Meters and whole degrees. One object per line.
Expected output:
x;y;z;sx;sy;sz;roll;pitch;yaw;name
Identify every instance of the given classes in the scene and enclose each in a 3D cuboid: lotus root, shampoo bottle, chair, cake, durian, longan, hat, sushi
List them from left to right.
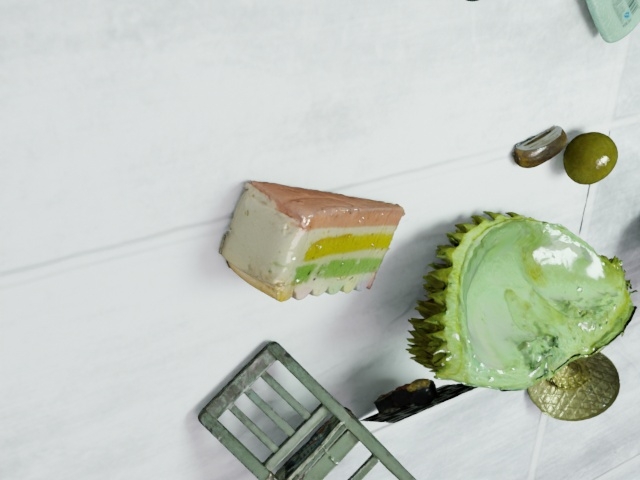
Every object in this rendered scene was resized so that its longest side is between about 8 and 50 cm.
-0.010;0.260;0.966;0.270;0.147;0.136;44;83;1;chair
0.012;0.008;0.847;0.226;0.090;0.109;7;107;-39;cake
0.125;0.193;0.995;0.139;0.201;0.031;-19;82;-14;sushi
0.261;0.065;0.982;0.395;0.198;0.163;-10;119;-33;durian
0.288;-0.116;1.007;0.083;0.030;0.037;-27;129;-20;lotus root
0.410;0.218;1.274;0.146;0.067;0.145;4;114;9;hat
0.362;-0.106;1.041;0.075;0.075;0.083;-40;141;-10;longan
0.326;-0.315;0.910;0.069;0.041;0.191;-48;133;5;shampoo bottle
